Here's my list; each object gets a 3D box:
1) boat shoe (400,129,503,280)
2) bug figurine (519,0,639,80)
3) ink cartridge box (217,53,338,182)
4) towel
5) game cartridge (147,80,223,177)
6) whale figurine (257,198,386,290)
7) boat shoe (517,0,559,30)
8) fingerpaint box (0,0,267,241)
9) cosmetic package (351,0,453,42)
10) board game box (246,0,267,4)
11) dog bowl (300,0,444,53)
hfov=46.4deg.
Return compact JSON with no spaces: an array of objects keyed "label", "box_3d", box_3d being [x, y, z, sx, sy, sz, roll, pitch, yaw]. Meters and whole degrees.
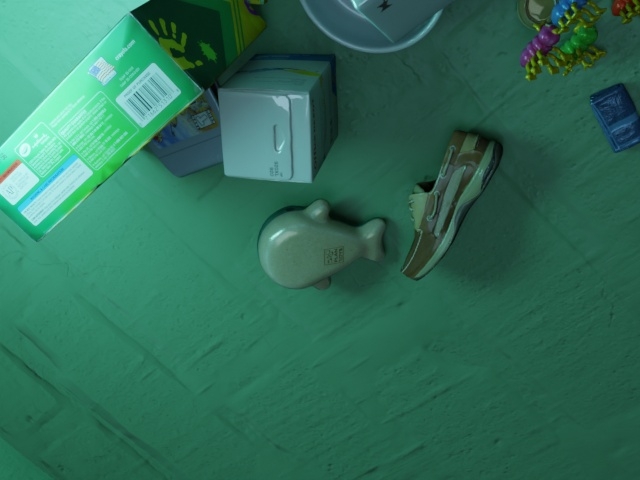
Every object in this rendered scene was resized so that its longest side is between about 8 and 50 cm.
[{"label":"boat shoe","box_3d":[0.235,-0.075,1.480,0.120,0.122,0.324,29,114,3]},{"label":"bug figurine","box_3d":[0.431,-0.358,1.219,0.072,0.279,0.216,57,138,17]},{"label":"ink cartridge box","box_3d":[-0.072,-0.234,1.389,0.168,0.232,0.171,4,119,11]},{"label":"towel","box_3d":[0.543,-0.223,1.361,0.067,0.029,0.119,-26,110,24]},{"label":"game cartridge","box_3d":[-0.295,-0.279,1.527,0.198,0.062,0.297,-19,113,18]},{"label":"whale figurine","box_3d":[0.000,0.000,1.583,0.272,0.141,0.216,-8,120,-9]},{"label":"boat shoe","box_3d":[0.407,-0.474,1.218,0.105,0.089,0.285,22,122,1]},{"label":"fingerpaint box","box_3d":[-0.342,-0.251,1.307,0.445,0.371,0.163,-34,108,28]},{"label":"cosmetic package","box_3d":[0.066,-0.541,1.050,0.230,0.161,0.453,-31,75,18]},{"label":"board game box","box_3d":[-0.226,-0.514,1.389,0.259,0.039,0.124,9,120,12]},{"label":"dog bowl","box_3d":[0.094,-0.458,1.261,0.265,0.104,0.265,12,135,13]}]
